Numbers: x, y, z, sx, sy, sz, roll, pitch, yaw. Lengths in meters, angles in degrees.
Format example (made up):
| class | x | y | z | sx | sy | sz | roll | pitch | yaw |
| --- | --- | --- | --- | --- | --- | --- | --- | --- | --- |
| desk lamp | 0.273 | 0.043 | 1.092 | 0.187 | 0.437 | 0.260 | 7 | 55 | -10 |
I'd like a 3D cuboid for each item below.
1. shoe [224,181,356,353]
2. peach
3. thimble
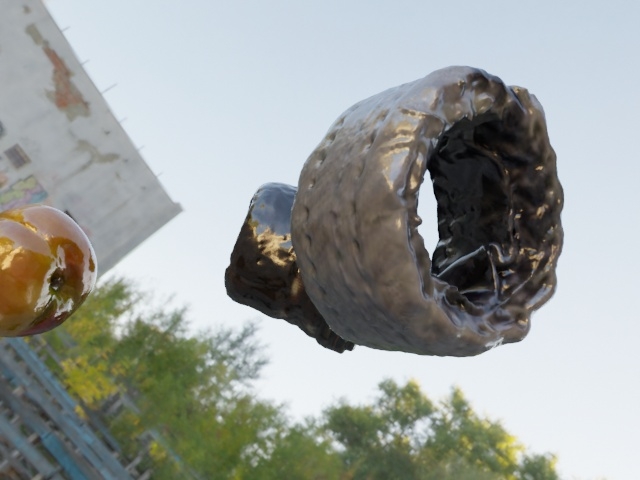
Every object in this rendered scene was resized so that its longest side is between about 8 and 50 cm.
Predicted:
| class | x | y | z | sx | sy | sz | roll | pitch | yaw |
| --- | --- | --- | --- | --- | --- | --- | --- | --- | --- |
| shoe | 0.000 | 0.000 | 1.039 | 0.237 | 0.384 | 0.171 | 27 | -60 | 5 |
| peach | -0.301 | 0.032 | 0.700 | 0.138 | 0.138 | 0.138 | 37 | -27 | 23 |
| thimble | 0.098 | -0.021 | 0.617 | 0.217 | 0.246 | 0.157 | 14 | -10 | -32 |
